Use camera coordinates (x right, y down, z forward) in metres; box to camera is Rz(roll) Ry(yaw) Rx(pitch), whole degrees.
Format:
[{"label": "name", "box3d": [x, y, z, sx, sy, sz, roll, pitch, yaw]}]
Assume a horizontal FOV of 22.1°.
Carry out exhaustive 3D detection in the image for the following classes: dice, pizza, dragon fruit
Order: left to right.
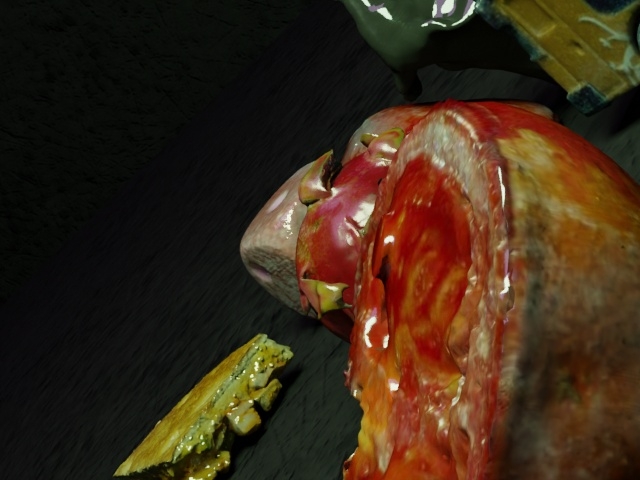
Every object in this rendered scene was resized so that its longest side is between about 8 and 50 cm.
[{"label": "pizza", "box3d": [-0.089, 0.147, 1.211, 0.175, 0.046, 0.134, -42, 12, 27]}, {"label": "dice", "box3d": [0.000, 0.000, 1.257, 0.093, 0.091, 0.094, -53, 12, -23]}, {"label": "dragon fruit", "box3d": [0.042, 0.010, 1.000, 0.133, 0.136, 0.166, -26, 43, 38]}]

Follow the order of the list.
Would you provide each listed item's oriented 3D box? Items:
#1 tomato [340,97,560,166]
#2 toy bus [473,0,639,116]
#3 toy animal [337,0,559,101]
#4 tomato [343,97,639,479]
[{"label": "tomato", "box3d": [0.073, -0.053, 1.151, 0.189, 0.099, 0.173, -50, 10, -18]}, {"label": "toy bus", "box3d": [0.223, -0.221, 0.926, 0.323, 0.194, 0.162, -31, 21, 53]}, {"label": "toy animal", "box3d": [0.105, -0.178, 1.145, 0.114, 0.245, 0.146, 108, 156, -57]}, {"label": "tomato", "box3d": [0.088, 0.066, 0.624, 0.200, 0.139, 0.233, 151, 125, -75]}]
